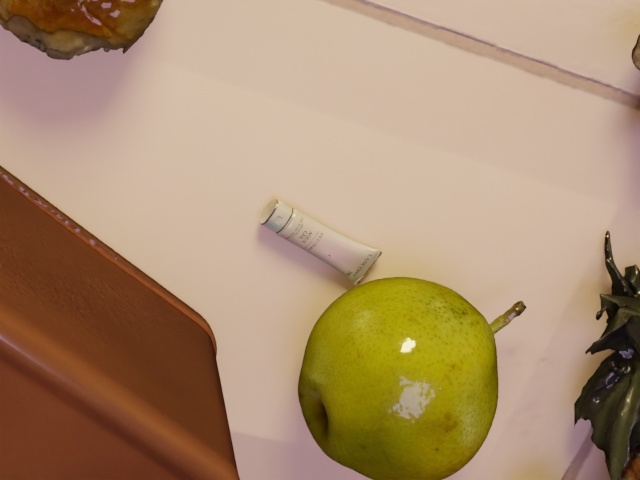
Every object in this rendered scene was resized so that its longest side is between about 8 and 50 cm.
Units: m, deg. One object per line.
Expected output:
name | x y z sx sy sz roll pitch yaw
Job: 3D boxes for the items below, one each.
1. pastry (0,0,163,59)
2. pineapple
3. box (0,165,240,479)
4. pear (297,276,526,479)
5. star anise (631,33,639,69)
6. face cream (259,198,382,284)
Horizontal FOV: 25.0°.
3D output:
pastry | -0.179 -0.206 1.045 0.153 0.081 0.153 -5 121 -9
pineapple | 0.320 0.161 1.340 0.165 0.165 0.364 -20 112 -3
box | -0.248 0.127 1.116 0.239 0.229 0.339 -45 118 11
pear | 0.089 0.112 1.246 0.216 0.166 0.180 -24 109 -27
star anise | 0.372 -0.160 1.199 0.223 0.109 0.236 28 124 -17
face cream | 0.000 0.000 1.233 0.115 0.020 0.038 30 105 -29
